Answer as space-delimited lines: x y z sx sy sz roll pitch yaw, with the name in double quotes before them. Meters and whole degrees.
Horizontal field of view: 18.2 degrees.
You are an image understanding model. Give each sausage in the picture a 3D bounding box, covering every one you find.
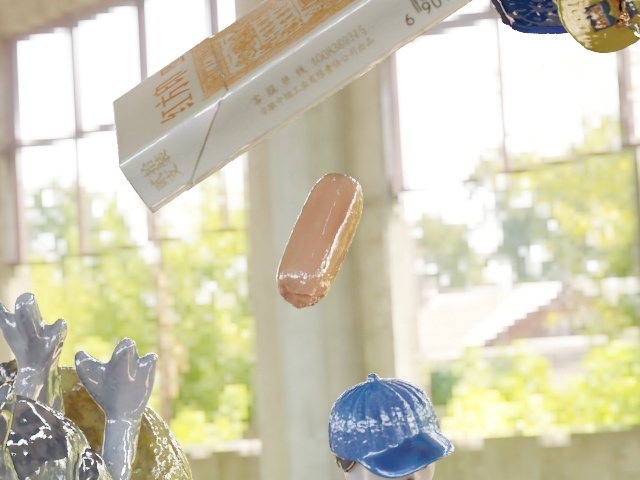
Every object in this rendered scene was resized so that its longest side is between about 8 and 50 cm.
"sausage" 0.000 0.000 1.125 0.034 0.083 0.034 16 -30 10

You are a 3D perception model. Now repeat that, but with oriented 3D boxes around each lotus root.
"lotus root" -0.177 0.175 1.555 0.138 0.214 0.138 -28 -13 -7

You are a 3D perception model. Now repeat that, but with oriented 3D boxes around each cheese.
"cheese" 0.210 -0.131 1.071 0.250 0.064 0.156 2 -25 26

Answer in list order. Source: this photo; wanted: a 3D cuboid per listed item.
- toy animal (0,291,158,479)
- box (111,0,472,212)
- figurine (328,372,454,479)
"toy animal" -0.110 0.122 0.772 0.081 0.205 0.367 4 -40 2
"box" 0.008 -0.163 1.478 0.365 0.051 0.204 -34 19 4
"figurine" 0.052 0.160 1.342 0.086 0.149 0.087 -2 39 10
